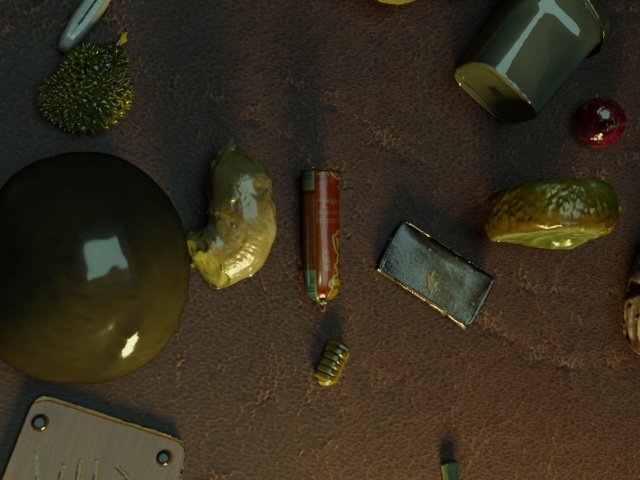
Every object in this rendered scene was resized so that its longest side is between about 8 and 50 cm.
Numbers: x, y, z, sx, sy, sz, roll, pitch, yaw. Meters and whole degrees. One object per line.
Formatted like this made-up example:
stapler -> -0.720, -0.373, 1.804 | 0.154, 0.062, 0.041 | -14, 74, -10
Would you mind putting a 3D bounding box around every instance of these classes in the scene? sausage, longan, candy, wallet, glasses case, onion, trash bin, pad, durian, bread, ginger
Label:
sausage -> 0.000, 0.000, 1.733 | 0.083, 0.083, 0.264 | 1, 86, -21
longan -> -0.372, 0.042, 1.459 | 0.360, 0.361, 0.361 | 2, 84, -21
candy -> 0.725, 0.115, 1.922 | 0.157, 0.214, 0.290 | 18, 81, -17
wallet -> 0.224, 0.067, 1.834 | 0.232, 0.031, 0.122 | 33, 78, -13
candy -> 0.445, -0.050, 1.812 | 0.259, 0.260, 0.118 | -1, 80, -21
glasses case -> -0.402, -0.393, 1.622 | 0.041, 0.063, 0.164 | 34, 74, -14
onion -> 0.592, -0.248, 1.976 | 0.107, 0.097, 0.107 | -2, 101, -8
trash bin -> 0.413, -0.385, 1.865 | 0.219, 0.220, 0.250 | 40, 79, -11
pad -> -0.392, 0.432, 1.565 | 0.284, 0.018, 0.287 | 22, 78, -18
durian -> -0.375, -0.272, 1.597 | 0.146, 0.102, 0.208 | 39, 71, -28
bread -> 0.021, 0.227, 1.736 | 0.049, 0.033, 0.088 | 30, 75, -9
ginger -> -0.149, -0.045, 1.646 | 0.152, 0.138, 0.267 | 15, 84, -14

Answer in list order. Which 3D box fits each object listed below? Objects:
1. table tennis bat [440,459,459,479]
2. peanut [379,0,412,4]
table tennis bat -> 0.262, 0.560, 1.802 | 0.154, 0.021, 0.274 | -6, 89, -22
peanut -> 0.177, -0.557, 1.815 | 0.339, 0.158, 0.174 | -20, 71, -25
